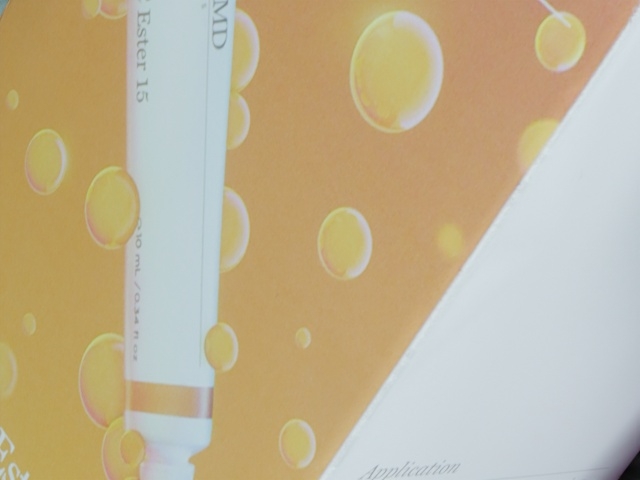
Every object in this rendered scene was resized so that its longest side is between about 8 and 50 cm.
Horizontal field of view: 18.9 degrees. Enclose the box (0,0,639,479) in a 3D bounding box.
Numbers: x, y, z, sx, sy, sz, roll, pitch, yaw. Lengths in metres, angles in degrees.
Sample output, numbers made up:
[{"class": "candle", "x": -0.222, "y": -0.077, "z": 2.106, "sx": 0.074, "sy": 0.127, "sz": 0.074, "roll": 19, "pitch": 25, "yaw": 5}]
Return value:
[{"class": "box", "x": 0.000, "y": 0.000, "z": 0.653, "sx": 0.215, "sy": 0.168, "sz": 0.345, "roll": 49, "pitch": 119, "yaw": 33}]
